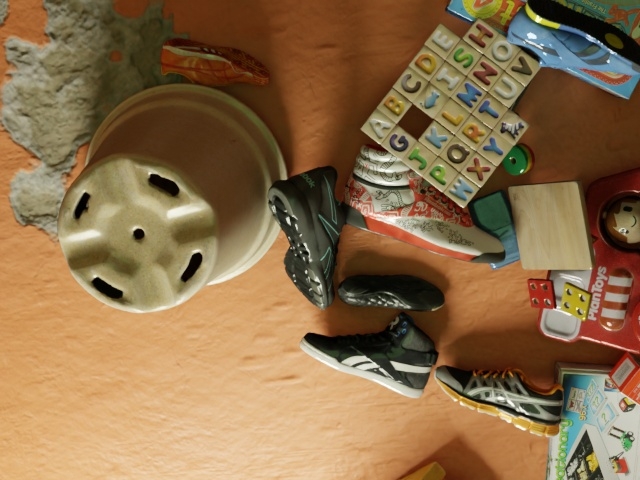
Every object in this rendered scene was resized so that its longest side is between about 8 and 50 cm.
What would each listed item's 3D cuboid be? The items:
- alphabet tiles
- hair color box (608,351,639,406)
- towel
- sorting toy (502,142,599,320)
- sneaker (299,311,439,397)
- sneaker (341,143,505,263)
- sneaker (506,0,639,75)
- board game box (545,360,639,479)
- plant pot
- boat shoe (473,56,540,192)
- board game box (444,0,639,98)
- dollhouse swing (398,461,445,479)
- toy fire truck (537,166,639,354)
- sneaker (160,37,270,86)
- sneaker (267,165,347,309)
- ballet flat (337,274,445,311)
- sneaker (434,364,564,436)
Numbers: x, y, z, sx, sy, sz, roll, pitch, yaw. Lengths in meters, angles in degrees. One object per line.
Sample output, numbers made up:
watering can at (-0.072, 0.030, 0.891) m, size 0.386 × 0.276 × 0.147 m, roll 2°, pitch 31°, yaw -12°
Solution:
alphabet tiles at (0.208, -0.200, 1.562) m, size 0.198 × 0.009 × 0.237 m, roll 37°, pitch 102°, yaw 1°
hair color box at (0.530, 0.246, 1.605) m, size 0.167 × 0.093 × 0.053 m, roll 36°, pitch 99°, yaw -4°
towel at (0.280, -0.018, 1.665) m, size 0.067 × 0.029 × 0.119 m, roll -20°, pitch 98°, yaw 8°
sorting toy at (0.360, -0.017, 1.591) m, size 0.046 × 0.132 × 0.274 m, roll -18°, pitch 99°, yaw -37°
sneaker at (0.085, 0.159, 1.691) m, size 0.217 × 0.079 × 0.121 m, roll 22°, pitch 97°, yaw -8°
sneaker at (0.170, -0.064, 1.625) m, size 0.270 × 0.090 × 0.145 m, roll 17°, pitch 101°, yaw 11°
sneaker at (0.369, -0.278, 1.517) m, size 0.209 × 0.069 × 0.082 m, roll 21°, pitch 134°, yaw -8°
board game box at (0.467, 0.352, 1.700) m, size 0.193 × 0.053 × 0.305 m, roll 4°, pitch 100°, yaw 3°
plant pot at (-0.231, -0.047, 1.541) m, size 0.334 × 0.305 × 0.333 m, roll 2°, pitch 105°, yaw 6°
boat shoe at (0.270, -0.177, 1.613) m, size 0.079 × 0.084 × 0.233 m, roll 14°, pitch 102°, yaw -11°
board game box at (0.389, -0.412, 1.561) m, size 0.308 × 0.086 × 0.302 m, roll 26°, pitch 100°, yaw 0°
dollhouse swing at (0.146, 0.610, 1.766) m, size 0.347 × 0.305 × 0.315 m, roll 49°, pitch 58°, yaw -4°
toy fire truck at (0.473, 0.029, 1.603) m, size 0.254 × 0.169 × 0.302 m, roll 13°, pitch 104°, yaw 24°
sneaker at (-0.164, -0.268, 1.650) m, size 0.175 × 0.064 × 0.067 m, roll 15°, pitch 122°, yaw 6°
sneaker at (0.000, 0.000, 1.619) m, size 0.106 × 0.101 × 0.267 m, roll -35°, pitch 140°, yaw -22°
ballet flat at (0.114, 0.085, 1.695) m, size 0.173 × 0.049 × 0.057 m, roll 7°, pitch 67°, yaw -1°
sneaker at (0.286, 0.237, 1.674) m, size 0.215 × 0.084 × 0.083 m, roll 20°, pitch 99°, yaw 10°
